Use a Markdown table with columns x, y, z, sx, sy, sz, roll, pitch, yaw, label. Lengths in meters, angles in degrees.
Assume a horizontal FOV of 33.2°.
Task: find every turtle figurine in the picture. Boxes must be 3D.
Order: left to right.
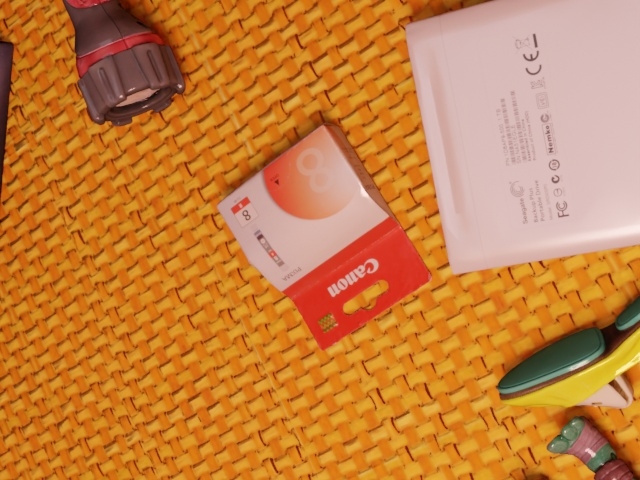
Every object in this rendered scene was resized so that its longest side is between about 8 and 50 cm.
| x | y | z | sx | sy | sz | roll | pitch | yaw | label |
| --- | --- | --- | --- | --- | --- | --- | --- | --- | --- |
| 0.278 | 0.263 | 0.902 | 0.234 | 0.118 | 0.175 | 39 | 94 | 32 | turtle figurine |

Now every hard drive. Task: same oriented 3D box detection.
| x | y | z | sx | sy | sz | roll | pitch | yaw | label |
| --- | --- | --- | --- | --- | --- | --- | --- | --- | --- |
| 0.262 | -0.113 | 0.914 | 0.353 | 0.047 | 0.233 | -11 | 90 | 24 | hard drive |

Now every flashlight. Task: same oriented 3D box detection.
| x | y | z | sx | sy | sz | roll | pitch | yaw | label |
| --- | --- | --- | --- | --- | --- | --- | --- | --- | --- |
| -0.240 | -0.270 | 1.089 | 0.103 | 0.103 | 0.304 | -26 | 85 | 24 | flashlight |

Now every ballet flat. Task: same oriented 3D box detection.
| x | y | z | sx | sy | sz | roll | pitch | yaw | label |
| --- | --- | --- | --- | --- | --- | --- | --- | --- | --- |
| 0.262 | 0.098 | 0.921 | 0.231 | 0.077 | 0.077 | -37 | 96 | 20 | ballet flat |

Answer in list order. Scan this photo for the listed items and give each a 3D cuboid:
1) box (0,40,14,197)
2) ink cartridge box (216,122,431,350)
| x | y | z | sx | sy | sz | roll | pitch | yaw | label |
| --- | --- | --- | --- | --- | --- | --- | --- | --- | --- |
| -0.487 | -0.077 | 1.109 | 0.182 | 0.294 | 0.296 | 10 | 99 | 23 | box |
| 0.000 | 0.000 | 1.040 | 0.145 | 0.045 | 0.179 | -35 | 78 | 23 | ink cartridge box |
